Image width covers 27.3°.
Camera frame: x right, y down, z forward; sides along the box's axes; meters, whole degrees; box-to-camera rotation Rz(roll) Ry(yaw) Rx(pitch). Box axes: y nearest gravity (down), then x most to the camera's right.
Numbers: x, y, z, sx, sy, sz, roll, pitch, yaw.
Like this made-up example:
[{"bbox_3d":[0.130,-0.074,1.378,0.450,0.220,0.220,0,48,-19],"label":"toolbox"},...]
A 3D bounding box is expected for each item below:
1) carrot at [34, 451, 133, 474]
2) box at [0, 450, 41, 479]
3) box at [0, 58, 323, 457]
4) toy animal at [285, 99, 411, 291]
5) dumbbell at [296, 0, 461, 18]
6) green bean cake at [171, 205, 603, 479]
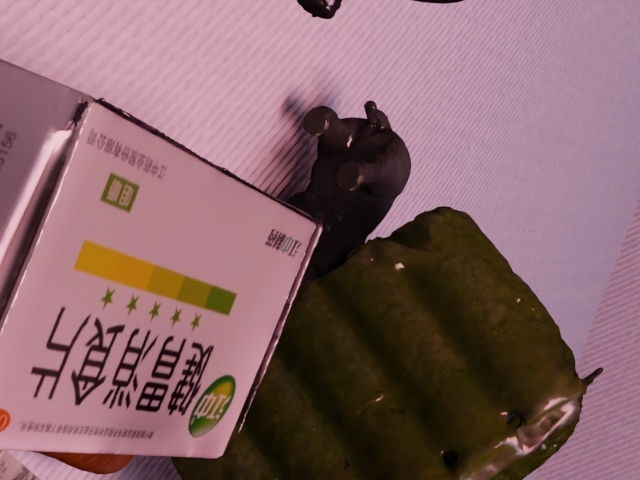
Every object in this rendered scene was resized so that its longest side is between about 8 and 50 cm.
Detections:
[{"bbox_3d":[-0.186,0.121,0.864,0.048,0.048,0.216,-66,152,-5],"label":"carrot"},{"bbox_3d":[-0.214,0.169,0.866,0.054,0.024,0.083,-61,157,-20],"label":"box"},{"bbox_3d":[-0.139,0.016,0.734,0.173,0.145,0.333,-69,159,-3],"label":"box"},{"bbox_3d":[-0.005,0.003,1.115,0.137,0.082,0.269,-15,133,-61],"label":"toy animal"},{"bbox_3d":[0.079,-0.321,0.876,0.388,0.185,0.185,-64,158,-8],"label":"dumbbell"},{"bbox_3d":[0.063,0.158,1.098,0.335,0.218,0.319,-33,157,2],"label":"green bean cake"}]
